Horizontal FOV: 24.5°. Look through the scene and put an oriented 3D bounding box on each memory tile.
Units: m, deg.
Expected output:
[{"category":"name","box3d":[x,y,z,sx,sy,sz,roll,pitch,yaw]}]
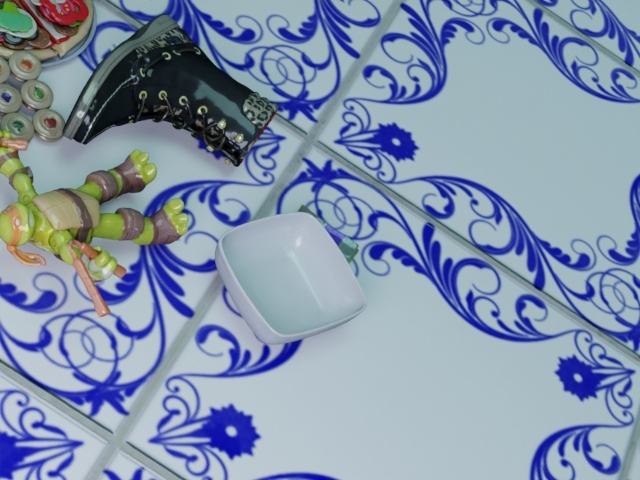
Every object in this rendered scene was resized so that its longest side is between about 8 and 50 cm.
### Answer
[{"category":"memory tile","box3d":[-0.347,-0.146,1.546,0.148,0.012,0.113,-13,71,-34]}]

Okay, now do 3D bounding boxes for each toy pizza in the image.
[{"category":"toy pizza","box3d":[-0.344,-0.276,1.648,0.201,0.032,0.201,16,49,-20]}]

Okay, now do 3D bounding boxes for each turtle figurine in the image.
[{"category":"turtle figurine","box3d":[-0.238,-0.016,1.467,0.217,0.087,0.269,-12,47,-48]}]

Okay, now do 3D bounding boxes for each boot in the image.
[{"category":"boot","box3d":[-0.158,-0.141,1.610,0.178,0.085,0.236,36,39,-1]}]

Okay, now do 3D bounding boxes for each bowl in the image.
[{"category":"bowl","box3d":[-0.039,0.046,1.562,0.142,0.053,0.142,-16,66,-38]}]

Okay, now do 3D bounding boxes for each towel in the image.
[{"category":"towel","box3d":[0.000,0.000,1.651,0.083,0.009,0.060,38,45,1]}]
